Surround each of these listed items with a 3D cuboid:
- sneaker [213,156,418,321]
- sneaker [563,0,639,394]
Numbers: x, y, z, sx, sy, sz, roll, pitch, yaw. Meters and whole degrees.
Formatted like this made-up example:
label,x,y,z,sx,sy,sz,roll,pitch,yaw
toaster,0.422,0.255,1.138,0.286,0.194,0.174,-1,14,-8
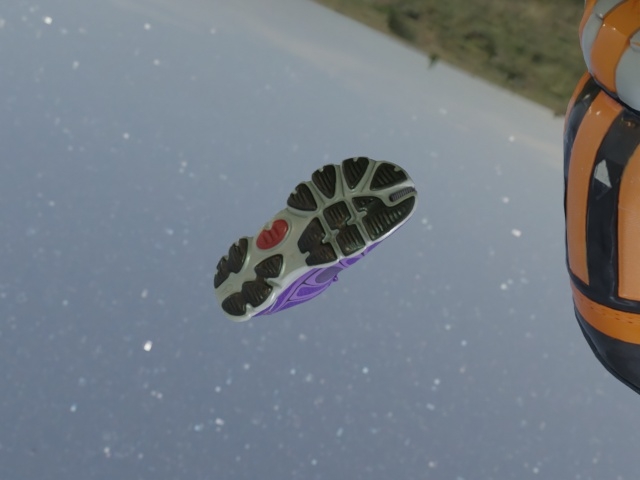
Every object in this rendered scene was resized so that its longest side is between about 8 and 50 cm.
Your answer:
label,x,y,z,sx,sy,sz,roll,pitch,yaw
sneaker,0.000,0.000,0.812,0.071,0.170,0.068,11,-127,-56
sneaker,0.223,-0.031,0.399,0.321,0.180,0.124,-11,-142,-11
